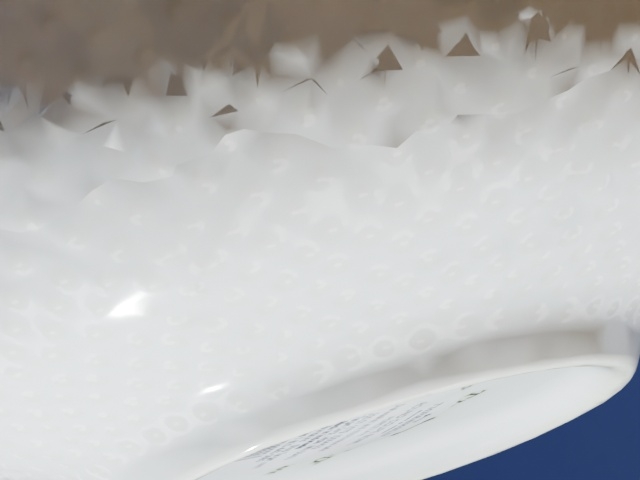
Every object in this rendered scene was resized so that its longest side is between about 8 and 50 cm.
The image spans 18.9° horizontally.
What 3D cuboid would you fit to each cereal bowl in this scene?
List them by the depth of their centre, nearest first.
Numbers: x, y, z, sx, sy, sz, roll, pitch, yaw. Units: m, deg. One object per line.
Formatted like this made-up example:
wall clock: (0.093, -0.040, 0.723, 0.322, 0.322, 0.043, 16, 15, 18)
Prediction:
cereal bowl: (0.000, 0.000, 0.593, 0.339, 0.339, 0.141, -4, -110, -41)
